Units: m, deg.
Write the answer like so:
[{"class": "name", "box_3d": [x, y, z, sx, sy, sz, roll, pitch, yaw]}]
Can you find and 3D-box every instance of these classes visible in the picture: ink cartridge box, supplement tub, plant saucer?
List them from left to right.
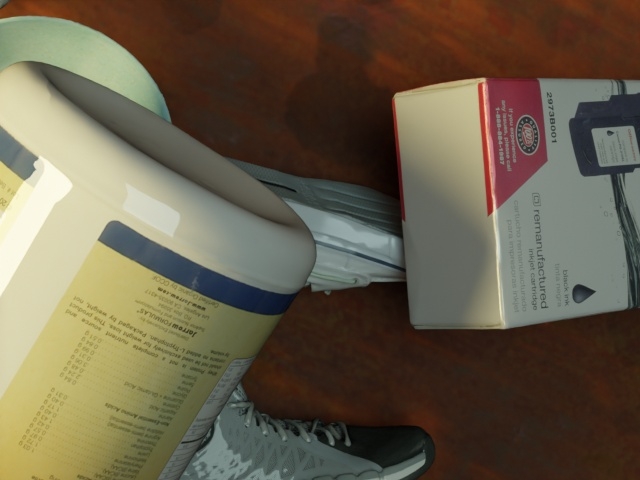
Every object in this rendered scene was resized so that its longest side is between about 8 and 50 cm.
[{"class": "plant saucer", "box_3d": [-0.200, -0.061, 0.961, 0.195, 0.037, 0.194, -6, 110, -16]}, {"class": "supplement tub", "box_3d": [-0.173, 0.074, 0.872, 0.228, 0.228, 0.316, 31, 98, -15]}, {"class": "ink cartridge box", "box_3d": [0.177, -0.030, 1.029, 0.237, 0.100, 0.171, -5, 91, -39]}]

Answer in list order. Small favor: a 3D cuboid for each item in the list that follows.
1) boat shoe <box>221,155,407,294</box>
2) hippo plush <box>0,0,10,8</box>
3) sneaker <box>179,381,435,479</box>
[{"class": "boat shoe", "box_3d": [0.000, 0.000, 1.037, 0.226, 0.083, 0.075, 18, 114, -19]}, {"class": "hippo plush", "box_3d": [-0.253, -0.271, 0.915, 0.294, 0.234, 0.236, 4, 114, -12]}, {"class": "sneaker", "box_3d": [-0.032, 0.135, 1.015, 0.229, 0.086, 0.132, -14, 91, -16]}]
